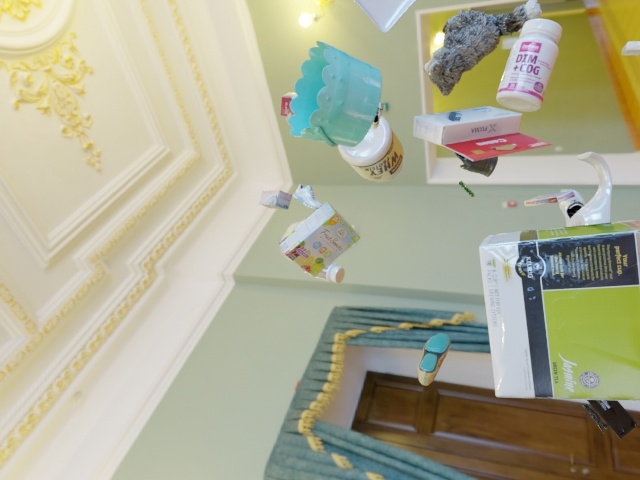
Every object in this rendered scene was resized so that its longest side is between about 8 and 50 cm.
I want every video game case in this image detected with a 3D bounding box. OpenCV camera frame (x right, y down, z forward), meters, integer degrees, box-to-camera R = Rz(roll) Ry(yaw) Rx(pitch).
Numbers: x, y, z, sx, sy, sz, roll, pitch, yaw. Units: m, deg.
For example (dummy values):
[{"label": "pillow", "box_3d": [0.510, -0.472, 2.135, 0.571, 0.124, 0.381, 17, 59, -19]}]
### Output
[{"label": "video game case", "box_3d": [0.993, -0.554, 1.370, 0.227, 0.206, 0.026, -29, -56, -57]}]

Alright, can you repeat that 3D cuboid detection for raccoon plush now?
[{"label": "raccoon plush", "box_3d": [0.611, -0.776, 1.889, 0.216, 0.446, 0.299, 37, -120, -22]}]

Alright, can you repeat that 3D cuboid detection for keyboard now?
[{"label": "keyboard", "box_3d": [0.825, 0.490, 1.411, 0.192, 0.100, 0.038, 56, 169, 25]}]

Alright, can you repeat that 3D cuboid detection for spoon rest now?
[{"label": "spoon rest", "box_3d": [0.729, -0.094, 1.280, 0.137, 0.084, 0.276, 174, 103, -81]}]

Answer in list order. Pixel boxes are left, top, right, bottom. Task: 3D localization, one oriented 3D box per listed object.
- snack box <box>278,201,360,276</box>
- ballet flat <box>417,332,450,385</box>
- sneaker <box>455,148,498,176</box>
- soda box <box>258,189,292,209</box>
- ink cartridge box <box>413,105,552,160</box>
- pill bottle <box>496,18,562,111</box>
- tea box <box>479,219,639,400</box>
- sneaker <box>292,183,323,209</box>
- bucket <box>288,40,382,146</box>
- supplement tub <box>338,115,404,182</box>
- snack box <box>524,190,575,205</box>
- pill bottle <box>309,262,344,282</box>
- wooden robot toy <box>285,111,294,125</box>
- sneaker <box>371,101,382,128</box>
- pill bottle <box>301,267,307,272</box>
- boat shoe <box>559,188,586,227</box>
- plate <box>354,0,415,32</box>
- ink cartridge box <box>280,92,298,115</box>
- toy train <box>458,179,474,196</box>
[{"label": "snack box", "box_3d": [0.000, 0.000, 1.533, 0.174, 0.207, 0.070, 40, -169, -47]}, {"label": "ballet flat", "box_3d": [0.374, 0.396, 1.594, 0.232, 0.080, 0.073, -36, -48, -51]}, {"label": "sneaker", "box_3d": [0.529, -0.348, 1.671, 0.109, 0.130, 0.286, 104, 170, -48]}, {"label": "soda box", "box_3d": [-0.176, -0.158, 1.841, 0.058, 0.183, 0.063, 19, -94, -27]}, {"label": "ink cartridge box", "box_3d": [0.461, -0.315, 1.360, 0.296, 0.261, 0.066, -14, -60, -23]}, {"label": "pill bottle", "box_3d": [0.751, -0.625, 1.707, 0.160, 0.160, 0.283, 10, -82, -69]}, {"label": "tea box", "box_3d": [0.530, 0.142, 1.019, 0.220, 0.323, 0.329, -16, -81, -65]}, {"label": "sneaker", "box_3d": [-0.051, -0.201, 2.148, 0.071, 0.191, 0.083, 4, -66, -47]}, {"label": "bucket", "box_3d": [0.038, -0.404, 1.362, 0.281, 0.183, 0.281, -168, 90, -69]}, {"label": "supplement tub", "box_3d": [0.233, -0.396, 2.093, 0.325, 0.235, 0.235, 25, -111, -65]}, {"label": "snack box", "box_3d": [0.760, -0.139, 1.590, 0.178, 0.064, 0.022, -179, 70, -81]}, {"label": "pill bottle", "box_3d": [0.024, 0.123, 1.919, 0.078, 0.137, 0.078, -26, -56, -47]}, {"label": "wooden robot toy", "box_3d": [-0.053, -0.408, 1.584, 0.076, 0.173, 0.079, -33, -81, -42]}, {"label": "sneaker", "box_3d": [0.209, -0.469, 1.756, 0.044, 0.040, 0.109, 85, -168, -80]}, {"label": "pill bottle", "box_3d": [-0.084, 0.079, 2.403, 0.169, 0.094, 0.094, 58, -141, -41]}, {"label": "boat shoe", "box_3d": [0.991, -0.116, 1.856, 0.088, 0.096, 0.267, 73, -150, -47]}, {"label": "plate", "box_3d": [0.194, -0.852, 1.530, 0.277, 0.278, 0.045, -49, 11, -7]}, {"label": "ink cartridge box", "box_3d": [-0.050, -0.498, 1.771, 0.127, 0.175, 0.072, -68, -14, -66]}, {"label": "toy train", "box_3d": [0.564, -0.200, 1.838, 0.083, 0.017, 0.024, 44, -147, -7]}]
